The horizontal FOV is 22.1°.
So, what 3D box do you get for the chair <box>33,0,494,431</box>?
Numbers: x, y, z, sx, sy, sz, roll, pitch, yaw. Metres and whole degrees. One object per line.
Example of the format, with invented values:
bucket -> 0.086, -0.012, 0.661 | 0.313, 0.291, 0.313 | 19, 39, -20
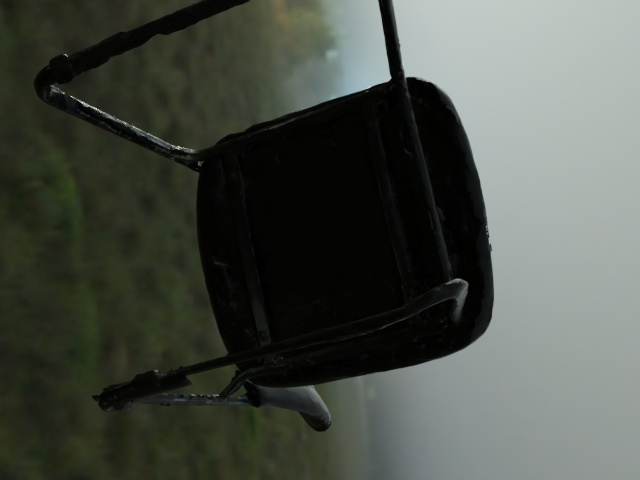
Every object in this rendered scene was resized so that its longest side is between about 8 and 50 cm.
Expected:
chair -> 0.000, 0.000, 0.686 | 0.221, 0.145, 0.140 | 36, 40, -68
